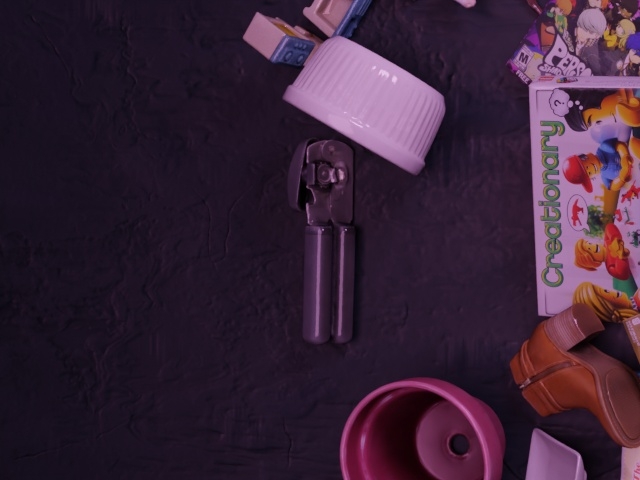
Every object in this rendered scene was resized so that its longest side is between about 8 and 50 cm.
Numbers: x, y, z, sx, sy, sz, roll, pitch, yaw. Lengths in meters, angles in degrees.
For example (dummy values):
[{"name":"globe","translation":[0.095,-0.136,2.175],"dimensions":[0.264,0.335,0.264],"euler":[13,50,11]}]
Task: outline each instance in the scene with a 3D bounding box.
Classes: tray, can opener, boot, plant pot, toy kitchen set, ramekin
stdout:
[{"name":"tray","translation":[0.289,0.385,1.754],"dimensions":[0.030,0.145,0.270],"euler":[7,95,-16]},{"name":"can opener","translation":[0.000,0.000,1.913],"dimensions":[0.095,0.076,0.284],"euler":[5,94,57]},{"name":"boot","translation":[0.320,0.191,1.727],"dimensions":[0.152,0.073,0.197],"euler":[-49,53,47]},{"name":"plant pot","translation":[0.149,0.270,1.773],"dimensions":[0.201,0.180,0.201],"euler":[0,91,24]},{"name":"toy kitchen set","translation":[0.024,-0.314,1.831],"dimensions":[0.122,0.166,0.207],"euler":[37,105,20]},{"name":"ramekin","translation":[0.065,-0.179,1.800],"dimensions":[0.207,0.207,0.109],"euler":[32,94,21]}]

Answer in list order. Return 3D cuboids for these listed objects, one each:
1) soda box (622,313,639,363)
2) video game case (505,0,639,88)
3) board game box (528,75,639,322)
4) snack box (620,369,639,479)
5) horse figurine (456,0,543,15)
[{"name":"soda box","translation":[0.427,0.166,1.645],"dimensions":[0.061,0.058,0.181],"euler":[-25,80,25]},{"name":"video game case","translation":[0.366,-0.220,1.705],"dimensions":[0.232,0.042,0.210],"euler":[47,131,17]},{"name":"board game box","translation":[0.359,-0.047,1.692],"dimensions":[0.193,0.053,0.305],"euler":[3,111,25]},{"name":"snack box","translation":[0.463,0.327,1.694],"dimensions":[0.187,0.060,0.322],"euler":[3,92,25]},{"name":"horse figurine","translation":[0.277,-0.397,1.771],"dimensions":[0.174,0.066,0.263],"euler":[30,105,16]}]
